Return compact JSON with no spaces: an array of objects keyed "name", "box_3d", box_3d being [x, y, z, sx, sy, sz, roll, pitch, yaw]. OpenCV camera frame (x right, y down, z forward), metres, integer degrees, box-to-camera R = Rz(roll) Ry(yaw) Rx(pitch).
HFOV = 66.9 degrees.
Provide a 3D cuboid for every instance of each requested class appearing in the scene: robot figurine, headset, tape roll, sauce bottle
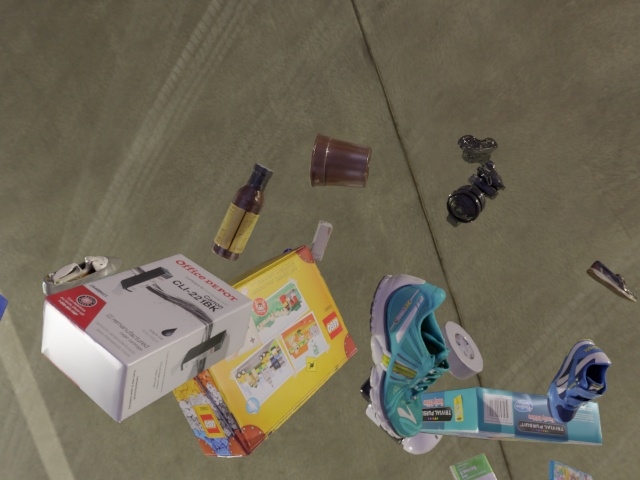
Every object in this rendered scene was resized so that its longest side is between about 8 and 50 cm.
[{"name":"robot figurine","box_3d":[0.257,0.533,1.524,0.278,0.209,0.173,38,113,26]},{"name":"headset","box_3d":[0.565,-0.197,1.813,0.185,0.394,0.243,43,77,13]},{"name":"tape roll","box_3d":[0.530,0.424,1.875,0.219,0.219,0.072,48,117,0]},{"name":"sauce bottle","box_3d":[-0.263,-0.100,1.682,0.112,0.111,0.344,29,99,5]}]

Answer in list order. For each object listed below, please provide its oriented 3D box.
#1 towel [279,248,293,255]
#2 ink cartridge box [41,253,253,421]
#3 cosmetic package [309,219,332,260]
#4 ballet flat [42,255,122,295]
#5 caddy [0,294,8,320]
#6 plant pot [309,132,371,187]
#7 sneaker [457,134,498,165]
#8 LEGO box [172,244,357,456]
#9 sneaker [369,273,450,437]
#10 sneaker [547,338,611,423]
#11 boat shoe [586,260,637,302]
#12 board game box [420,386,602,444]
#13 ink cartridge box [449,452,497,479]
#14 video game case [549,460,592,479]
[{"name":"towel","box_3d":[-0.131,0.177,1.879,0.227,0.076,0.308,62,143,8]},{"name":"ink cartridge box","box_3d":[-0.277,0.141,0.811,0.197,0.273,0.114,28,116,23]},{"name":"cosmetic package","box_3d":[0.000,0.000,1.510,0.041,0.060,0.115,18,103,-7]},{"name":"ballet flat","box_3d":[-0.623,0.080,1.281,0.072,0.213,0.068,32,132,26]},{"name":"caddy","box_3d":[-0.756,0.139,0.859,0.241,0.179,0.341,-17,139,37]},{"name":"plant pot","box_3d":[0.066,-0.234,1.476,0.165,0.167,0.166,9,101,9]},{"name":"sneaker","box_3d":[0.412,-0.239,1.309,0.089,0.170,0.051,-40,62,51]},{"name":"LEGO box","box_3d":[-0.165,0.280,1.352,0.193,0.500,0.372,-22,95,41]},{"name":"sneaker","box_3d":[0.135,0.183,0.718,0.110,0.107,0.275,7,114,27]},{"name":"sneaker","box_3d":[0.402,0.228,0.753,0.053,0.059,0.144,10,104,-17]},{"name":"boat shoe","box_3d":[0.795,0.111,1.307,0.152,0.056,0.049,35,91,-3]},{"name":"board game box","box_3d":[0.342,0.366,1.000,0.254,0.336,0.079,11,67,-12]},{"name":"ink cartridge box","box_3d":[0.543,0.861,1.596,0.115,0.198,0.272,-22,62,-1]},{"name":"video game case","box_3d":[0.585,0.618,1.129,0.119,0.166,0.015,25,147,-10]}]
